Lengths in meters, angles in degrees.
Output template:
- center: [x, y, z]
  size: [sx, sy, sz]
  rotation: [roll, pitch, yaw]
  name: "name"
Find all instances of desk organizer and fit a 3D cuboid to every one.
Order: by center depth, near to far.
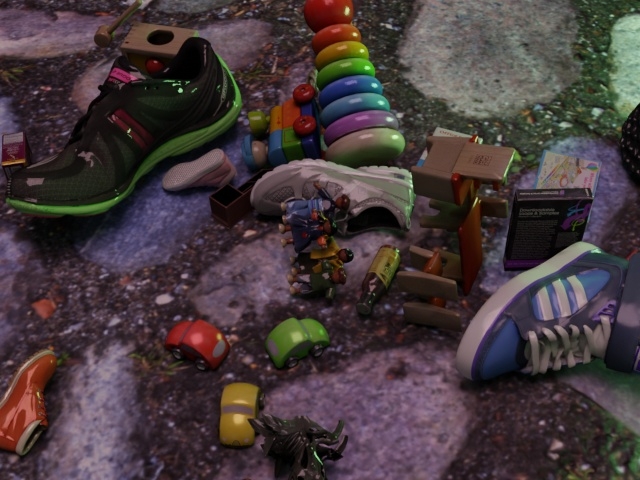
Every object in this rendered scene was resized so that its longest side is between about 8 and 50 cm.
- center: [-0.129, -0.083, 1.598]
  size: [0.047, 0.050, 0.130]
  rotation: [34, 57, 27]
  name: "desk organizer"

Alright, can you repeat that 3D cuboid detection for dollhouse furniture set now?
- center: [0.223, -0.028, 1.404]
  size: [0.135, 0.259, 0.262]
  rotation: [11, 50, 24]
  name: "dollhouse furniture set"

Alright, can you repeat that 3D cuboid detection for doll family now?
- center: [0.000, 0.000, 1.480]
  size: [0.112, 0.076, 0.192]
  rotation: [-12, 86, 14]
  name: "doll family"

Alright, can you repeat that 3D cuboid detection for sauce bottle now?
- center: [0.091, 0.063, 1.471]
  size: [0.042, 0.042, 0.128]
  rotation: [16, 53, 15]
  name: "sauce bottle"

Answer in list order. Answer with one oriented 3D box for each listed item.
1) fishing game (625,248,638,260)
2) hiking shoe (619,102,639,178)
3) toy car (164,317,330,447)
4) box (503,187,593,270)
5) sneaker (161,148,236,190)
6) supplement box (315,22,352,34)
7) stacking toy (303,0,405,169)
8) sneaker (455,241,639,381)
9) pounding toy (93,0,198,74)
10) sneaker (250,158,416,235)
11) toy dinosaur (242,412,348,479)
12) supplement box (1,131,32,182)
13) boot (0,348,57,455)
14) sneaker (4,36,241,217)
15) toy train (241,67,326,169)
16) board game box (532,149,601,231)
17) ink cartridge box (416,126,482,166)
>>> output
- center: [0.557, 0.108, 1.420]
  size: [0.264, 0.041, 0.189]
  rotation: [34, 58, 31]
  name: "fishing game"
- center: [0.624, -0.126, 1.607]
  size: [0.132, 0.113, 0.304]
  rotation: [17, 36, -25]
  name: "hiking shoe"
- center: [-0.091, 0.167, 1.372]
  size: [0.225, 0.053, 0.239]
  rotation: [-24, 52, -18]
  name: "toy car"
- center: [0.353, -0.016, 1.453]
  size: [0.116, 0.162, 0.029]
  rotation: [-1, 48, 0]
  name: "box"
- center: [-0.209, -0.109, 1.633]
  size: [0.134, 0.070, 0.050]
  rotation: [-22, 54, 21]
  name: "sneaker"
- center: [0.042, -0.324, 1.794]
  size: [0.080, 0.078, 0.233]
  rotation: [-8, 48, -6]
  name: "supplement box"
- center: [0.046, -0.295, 1.641]
  size: [0.141, 0.141, 0.330]
  rotation: [-10, 77, -8]
  name: "stacking toy"
- center: [0.379, 0.140, 1.319]
  size: [0.323, 0.130, 0.236]
  rotation: [-32, 47, -26]
  name: "sneaker"
- center: [-0.340, -0.356, 1.760]
  size: [0.206, 0.181, 0.094]
  rotation: [9, 49, 9]
  name: "pounding toy"
- center: [0.022, -0.064, 1.543]
  size: [0.282, 0.105, 0.115]
  rotation: [-2, 54, 3]
  name: "sneaker"
- center: [-0.028, 0.349, 1.178]
  size: [0.322, 0.164, 0.218]
  rotation: [6, 61, -17]
  name: "toy dinosaur"
- center: [-0.543, -0.146, 1.662]
  size: [0.043, 0.055, 0.083]
  rotation: [-9, 48, -7]
  name: "supplement box"
- center: [-0.410, 0.231, 1.324]
  size: [0.085, 0.059, 0.157]
  rotation: [21, 60, 15]
  name: "boot"
- center: [-0.349, -0.202, 1.591]
  size: [0.185, 0.202, 0.483]
  rotation: [16, 44, 39]
  name: "sneaker"
- center: [-0.068, -0.231, 1.707]
  size: [0.144, 0.105, 0.248]
  rotation: [-11, 47, 9]
  name: "toy train"
- center: [0.422, -0.088, 1.607]
  size: [0.104, 0.026, 0.154]
  rotation: [14, 50, 14]
  name: "board game box"
- center: [0.225, -0.137, 1.638]
  size: [0.089, 0.052, 0.122]
  rotation: [17, 49, 16]
  name: "ink cartridge box"
